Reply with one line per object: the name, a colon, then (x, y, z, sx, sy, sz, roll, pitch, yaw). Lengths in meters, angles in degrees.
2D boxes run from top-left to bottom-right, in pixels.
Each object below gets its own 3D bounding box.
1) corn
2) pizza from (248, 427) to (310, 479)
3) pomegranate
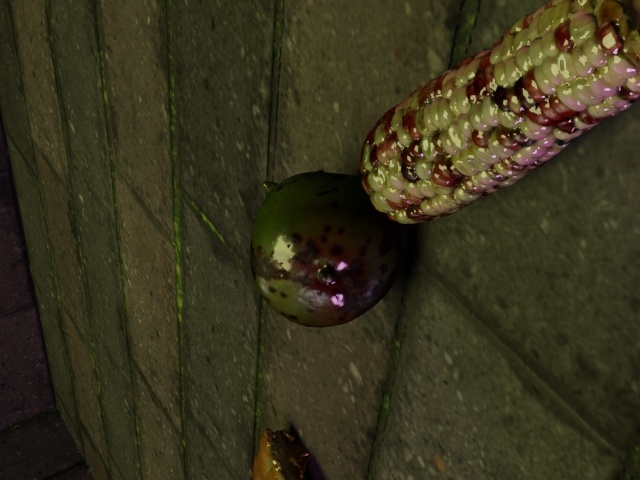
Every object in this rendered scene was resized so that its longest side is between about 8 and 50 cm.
corn: (0.114, -0.083, 0.547, 0.280, 0.092, 0.092, -32, 80, 61)
pizza: (-0.043, 0.319, 1.139, 0.182, 0.062, 0.161, 15, 128, 63)
pomegranate: (-0.005, 0.004, 0.776, 0.169, 0.148, 0.149, 13, 119, 66)
